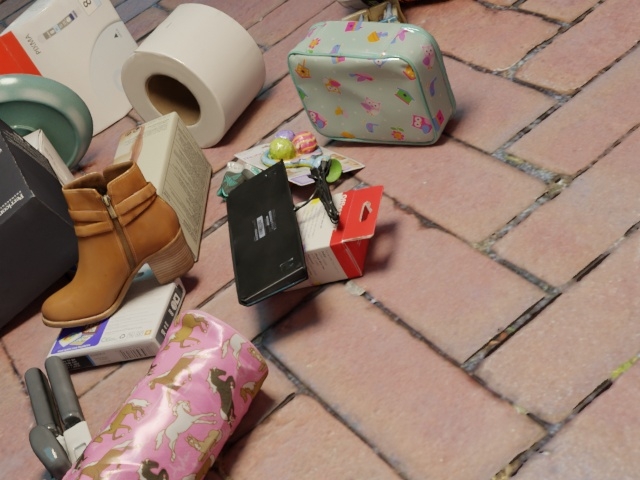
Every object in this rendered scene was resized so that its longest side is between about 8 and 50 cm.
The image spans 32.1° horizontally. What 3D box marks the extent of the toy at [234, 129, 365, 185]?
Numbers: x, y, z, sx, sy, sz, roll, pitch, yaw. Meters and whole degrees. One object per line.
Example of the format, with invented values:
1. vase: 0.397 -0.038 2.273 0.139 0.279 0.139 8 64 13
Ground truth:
1. toy: -0.043 -0.163 2.005 0.137 0.056 0.237 -19 30 -28

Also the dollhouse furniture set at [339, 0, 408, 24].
1. dollhouse furniture set: 0.086 -0.461 2.225 0.129 0.183 0.129 -19 35 14

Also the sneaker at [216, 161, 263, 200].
1. sneaker: -0.138 -0.095 2.004 0.076 0.065 0.166 -60 22 -8

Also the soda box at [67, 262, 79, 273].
1. soda box: -0.432 0.024 2.069 0.181 0.058 0.061 4 45 40

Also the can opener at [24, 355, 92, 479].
1. can opener: -0.406 0.264 1.694 0.076 0.095 0.283 -31 39 -4

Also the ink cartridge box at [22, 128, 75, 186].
1. ink cartridge box: -0.631 -0.109 2.298 0.218 0.158 0.092 -23 36 7

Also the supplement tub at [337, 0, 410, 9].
1. supplement tub: 0.177 -0.597 2.333 0.316 0.193 0.193 -1 42 36

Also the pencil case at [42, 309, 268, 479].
1. pencil case: -0.227 0.273 1.503 0.386 0.167 0.160 -53 8 -32

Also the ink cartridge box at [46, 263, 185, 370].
1. ink cartridge box: -0.333 0.122 1.877 0.206 0.045 0.208 -12 37 22

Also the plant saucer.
1. plant saucer: -0.629 -0.210 2.312 0.318 0.317 0.043 -24 51 7

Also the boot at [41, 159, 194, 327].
1. boot: -0.368 0.009 1.813 0.283 0.220 0.109 -23 34 6

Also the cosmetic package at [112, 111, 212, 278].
1. cosmetic package: -0.299 -0.085 2.036 0.129 0.153 0.296 -21 33 15

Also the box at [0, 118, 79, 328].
1. box: -0.639 -0.008 2.053 0.343 0.179 0.312 -40 45 2

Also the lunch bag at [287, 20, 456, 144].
1. lunch bag: 0.089 -0.269 1.941 0.279 0.224 0.108 9 52 35

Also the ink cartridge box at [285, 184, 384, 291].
1. ink cartridge box: 0.000 0.000 1.768 0.231 0.078 0.134 -12 37 23

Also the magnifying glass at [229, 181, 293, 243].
1. magnifying glass: -0.090 -0.054 1.953 0.092 0.026 0.231 -6 37 31

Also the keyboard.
1. keyboard: -0.054 -0.032 1.749 0.201 0.033 0.317 -30 35 12

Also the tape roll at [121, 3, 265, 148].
1. tape roll: -0.254 -0.330 2.246 0.246 0.246 0.169 2 44 38

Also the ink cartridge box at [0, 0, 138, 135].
1. ink cartridge box: -0.563 -0.362 2.453 0.091 0.308 0.385 1 44 39
